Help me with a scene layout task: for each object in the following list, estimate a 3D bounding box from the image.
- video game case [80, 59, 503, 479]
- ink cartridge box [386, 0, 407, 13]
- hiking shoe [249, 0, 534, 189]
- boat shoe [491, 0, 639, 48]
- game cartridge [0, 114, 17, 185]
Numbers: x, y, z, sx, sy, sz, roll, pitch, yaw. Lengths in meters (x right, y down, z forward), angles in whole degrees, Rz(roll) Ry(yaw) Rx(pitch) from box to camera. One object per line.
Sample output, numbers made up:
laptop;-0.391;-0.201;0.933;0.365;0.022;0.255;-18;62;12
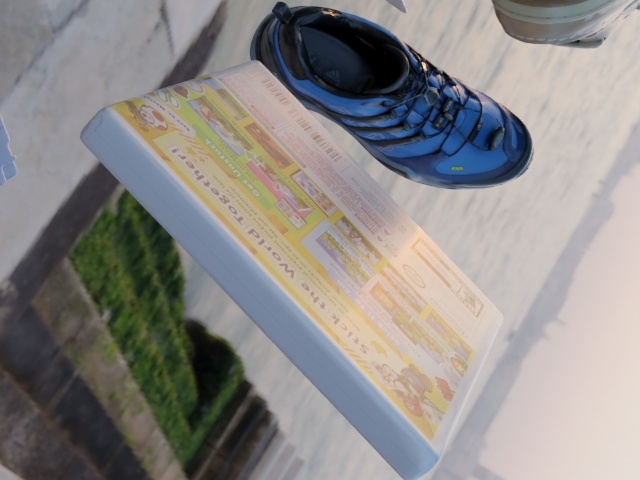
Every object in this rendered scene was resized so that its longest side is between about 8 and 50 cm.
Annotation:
video game case;0.000;0.000;0.608;0.026;0.227;0.206;-44;179;23
ink cartridge box;0.047;-0.421;1.287;0.119;0.353;0.207;-30;127;-2
hiking shoe;0.076;-0.129;1.067;0.132;0.304;0.113;-166;-82;-78
boat shoe;0.229;-0.216;0.960;0.341;0.122;0.110;-43;144;-52
game cartridge;-0.449;-0.162;1.173;0.196;0.060;0.294;-39;123;-45
